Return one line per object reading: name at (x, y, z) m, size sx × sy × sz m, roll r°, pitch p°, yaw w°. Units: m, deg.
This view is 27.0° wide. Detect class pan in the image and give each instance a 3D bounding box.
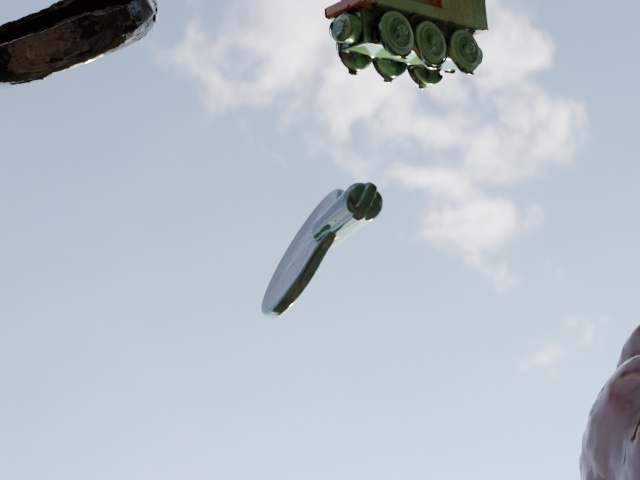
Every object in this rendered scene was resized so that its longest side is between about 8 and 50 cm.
pan at (-0.187, -0.101, 0.737) m, size 0.212 × 0.115 × 0.040 m, roll -20°, pitch -74°, yaw -28°

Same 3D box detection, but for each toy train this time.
toy train at (0.078, -0.204, 1.202) m, size 0.176 × 0.118 × 0.074 m, roll 6°, pitch -15°, yaw -41°

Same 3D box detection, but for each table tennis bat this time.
table tennis bat at (0.000, 0.000, 1.352) m, size 0.040 × 0.153 × 0.244 m, roll 30°, pitch -28°, yaw -10°

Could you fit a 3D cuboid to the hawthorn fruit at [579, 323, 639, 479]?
hawthorn fruit at (0.205, 0.068, 0.361) m, size 0.243 × 0.207 × 0.207 m, roll 33°, pitch -60°, yaw -4°
